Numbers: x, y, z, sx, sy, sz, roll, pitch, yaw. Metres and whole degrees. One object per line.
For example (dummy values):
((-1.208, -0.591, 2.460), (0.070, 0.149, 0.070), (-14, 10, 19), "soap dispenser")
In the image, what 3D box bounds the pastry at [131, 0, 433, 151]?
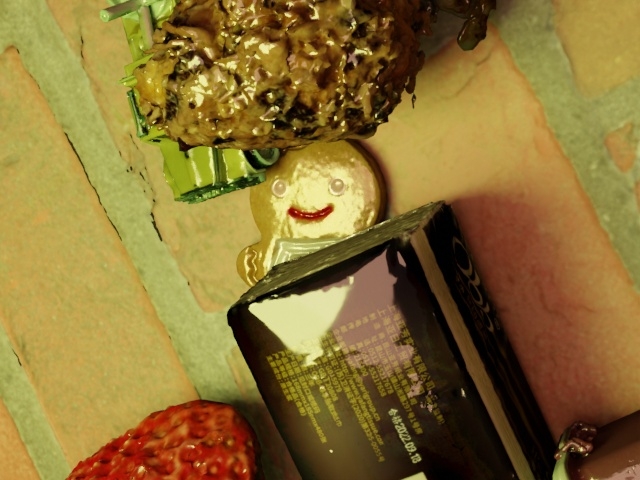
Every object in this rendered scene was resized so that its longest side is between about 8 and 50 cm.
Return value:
((-0.036, -0.175, 1.070), (0.275, 0.275, 0.193), (-4, 89, 21), "pastry")

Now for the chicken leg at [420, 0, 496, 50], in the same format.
((0.131, -0.383, 1.090), (0.153, 0.201, 0.429), (41, 130, 56), "chicken leg")

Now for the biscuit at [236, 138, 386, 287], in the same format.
((-0.001, 0.000, 1.268), (0.184, 0.035, 0.249), (1, 99, 20), "biscuit")

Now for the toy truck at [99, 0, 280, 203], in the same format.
((-0.148, -0.164, 1.229), (0.128, 0.135, 0.260), (-15, 95, 35), "toy truck")

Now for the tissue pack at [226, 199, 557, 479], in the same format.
((0.090, 0.174, 1.157), (0.210, 0.198, 0.370), (-22, 96, 15), "tissue pack")

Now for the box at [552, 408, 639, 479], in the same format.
((0.349, 0.269, 1.105), (0.167, 0.193, 0.294), (-31, 87, 14), "box")

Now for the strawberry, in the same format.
((-0.164, 0.347, 1.282), (0.310, 0.292, 0.292), (-36, 84, -22), "strawberry")
